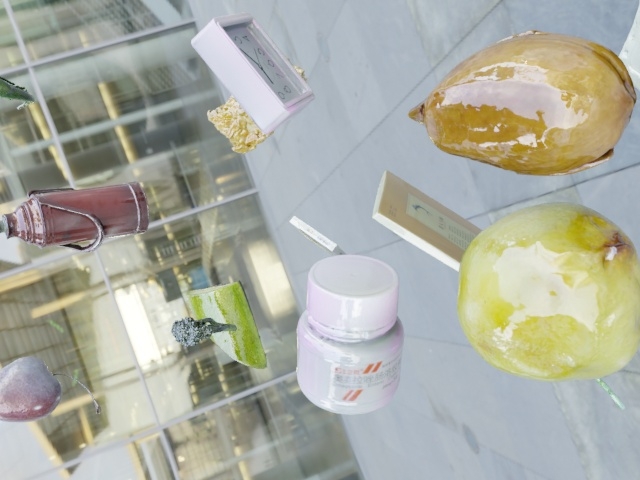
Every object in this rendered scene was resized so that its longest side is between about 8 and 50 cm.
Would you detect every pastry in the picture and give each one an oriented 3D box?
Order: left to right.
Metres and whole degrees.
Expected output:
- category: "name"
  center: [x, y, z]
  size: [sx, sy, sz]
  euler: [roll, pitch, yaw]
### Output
- category: "pastry"
  center: [-0.122, -0.303, 1.415]
  size: [0.154, 0.250, 0.102]
  euler: [38, -155, -30]

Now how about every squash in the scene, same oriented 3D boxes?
- category: "squash"
  center: [-0.258, 0.247, 1.717]
  size: [0.093, 0.170, 0.251]
  euler: [-29, -76, -56]

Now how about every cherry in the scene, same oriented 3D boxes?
- category: "cherry"
  center: [-0.541, 0.303, 1.207]
  size: [0.188, 0.115, 0.148]
  euler: [42, -170, 21]

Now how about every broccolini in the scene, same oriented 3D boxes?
- category: "broccolini"
  center: [-0.264, 0.196, 1.483]
  size: [0.203, 0.091, 0.068]
  euler: [-9, -93, -67]

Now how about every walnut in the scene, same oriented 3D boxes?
- category: "walnut"
  center: [0.282, -0.199, 0.945]
  size: [0.337, 0.209, 0.208]
  euler: [5, 123, 33]

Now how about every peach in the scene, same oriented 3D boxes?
- category: "peach"
  center: [0.393, 0.085, 1.112]
  size: [0.315, 0.281, 0.315]
  euler: [17, 139, 20]

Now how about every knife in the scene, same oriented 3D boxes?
- category: "knife"
  center: [0.541, 0.257, 1.298]
  size: [0.212, 0.015, 0.054]
  euler: [52, -170, 8]

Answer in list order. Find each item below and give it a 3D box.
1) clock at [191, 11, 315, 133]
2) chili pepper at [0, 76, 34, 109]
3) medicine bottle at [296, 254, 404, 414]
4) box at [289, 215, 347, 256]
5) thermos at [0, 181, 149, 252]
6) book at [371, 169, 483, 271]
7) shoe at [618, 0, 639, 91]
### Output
- category: "clock"
  center: [-0.109, -0.292, 1.105]
  size: [0.197, 0.063, 0.150]
  euler: [51, -151, -6]
- category: "chili pepper"
  center: [-0.746, -0.337, 1.278]
  size: [0.359, 0.085, 0.076]
  euler: [21, -142, -42]
- category: "medicine bottle"
  center: [0.067, 0.207, 1.445]
  size: [0.241, 0.242, 0.301]
  euler: [-128, 35, -58]
- category: "box"
  center: [0.000, 0.000, 1.616]
  size: [0.167, 0.024, 0.090]
  euler: [34, 174, 39]
- category: "thermos"
  center: [-0.414, -0.043, 1.068]
  size: [0.124, 0.232, 0.098]
  euler: [58, 140, 28]
- category: "book"
  center: [0.304, -0.019, 1.556]
  size: [0.032, 0.389, 0.269]
  euler: [-56, 6, 29]
- category: "shoe"
  center: [0.525, -0.315, 0.981]
  size: [0.211, 0.132, 0.341]
  euler: [-19, 100, 56]
